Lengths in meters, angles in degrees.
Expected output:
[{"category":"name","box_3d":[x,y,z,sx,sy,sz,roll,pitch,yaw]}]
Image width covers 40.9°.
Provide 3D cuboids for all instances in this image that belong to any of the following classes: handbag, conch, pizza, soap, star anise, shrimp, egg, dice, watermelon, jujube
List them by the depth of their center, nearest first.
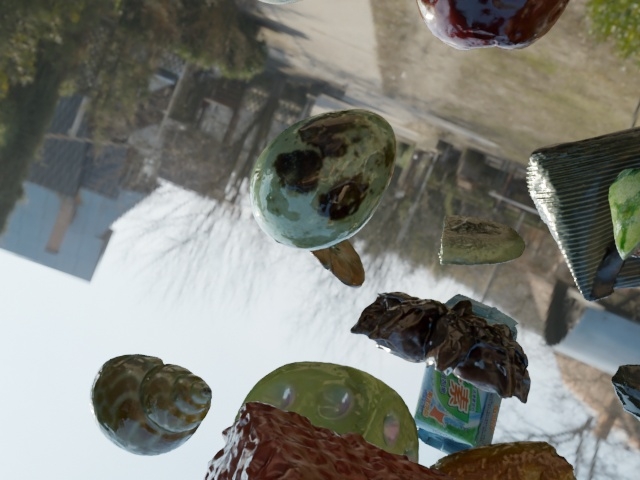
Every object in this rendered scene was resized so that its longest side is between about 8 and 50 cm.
[{"category":"pizza","box_3d":[0.249,0.361,0.992,0.189,0.071,0.297,-15,-137,-9]},{"category":"conch","box_3d":[-0.203,0.197,1.014,0.173,0.116,0.106,13,-178,12]},{"category":"watermelon","box_3d":[0.440,-0.015,1.079,0.158,0.121,0.098,44,140,-6]},{"category":"star anise","box_3d":[0.164,0.123,1.103,0.223,0.109,0.236,15,173,28]},{"category":"egg","box_3d":[0.006,-0.084,1.149,0.169,0.231,0.169,38,-152,-25]},{"category":"jujube","box_3d":[0.240,-0.416,1.156,0.223,0.318,0.223,4,-166,-1]},{"category":"handbag","box_3d":[0.489,-0.054,1.275,0.341,0.240,0.247,-13,-179,20]},{"category":"dice","box_3d":[0.005,0.366,1.412,0.252,0.249,0.254,3,139,30]},{"category":"shrimp","box_3d":[-0.002,0.003,1.414,0.133,0.053,0.236,19,-157,-30]},{"category":"soap","box_3d":[0.268,0.258,1.599,0.156,0.293,0.077,17,-169,39]}]

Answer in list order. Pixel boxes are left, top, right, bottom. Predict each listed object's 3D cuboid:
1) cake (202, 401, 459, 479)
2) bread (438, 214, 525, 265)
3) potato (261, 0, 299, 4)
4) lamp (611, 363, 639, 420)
[{"category":"cake","box_3d":[0.013,0.320,0.556,0.269,0.319,0.270,25,-176,-15]},{"category":"bread","box_3d":[0.218,-0.004,1.150,0.112,0.036,0.193,5,-164,9]},{"category":"potato","box_3d":[-0.067,-0.467,1.403,0.178,0.158,0.203,54,153,-1]},{"category":"lamp","box_3d":[0.443,0.216,1.014,0.250,0.101,0.101,33,-178,-18]}]
